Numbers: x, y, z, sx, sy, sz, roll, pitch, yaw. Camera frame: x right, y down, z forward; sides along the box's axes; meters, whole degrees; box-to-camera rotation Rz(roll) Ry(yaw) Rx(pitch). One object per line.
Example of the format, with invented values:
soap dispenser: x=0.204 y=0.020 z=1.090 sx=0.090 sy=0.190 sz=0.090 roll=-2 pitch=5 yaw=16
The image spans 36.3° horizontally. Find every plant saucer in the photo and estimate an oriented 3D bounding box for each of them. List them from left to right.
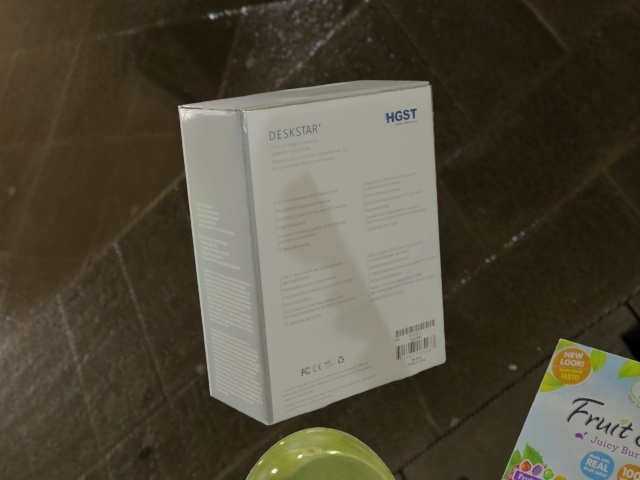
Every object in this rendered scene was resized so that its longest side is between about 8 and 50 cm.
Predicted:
plant saucer: x=0.004 y=0.298 z=0.913 sx=0.241 sy=0.037 sz=0.241 roll=-15 pitch=68 yaw=41

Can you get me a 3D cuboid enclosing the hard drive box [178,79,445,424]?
hard drive box: x=0.000 y=0.000 z=0.758 sx=0.089 sy=0.181 sz=0.232 roll=14 pitch=111 yaw=52

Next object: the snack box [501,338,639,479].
snack box: x=0.282 y=0.201 z=0.862 sx=0.207 sy=0.070 sz=0.174 roll=17 pitch=71 yaw=32
